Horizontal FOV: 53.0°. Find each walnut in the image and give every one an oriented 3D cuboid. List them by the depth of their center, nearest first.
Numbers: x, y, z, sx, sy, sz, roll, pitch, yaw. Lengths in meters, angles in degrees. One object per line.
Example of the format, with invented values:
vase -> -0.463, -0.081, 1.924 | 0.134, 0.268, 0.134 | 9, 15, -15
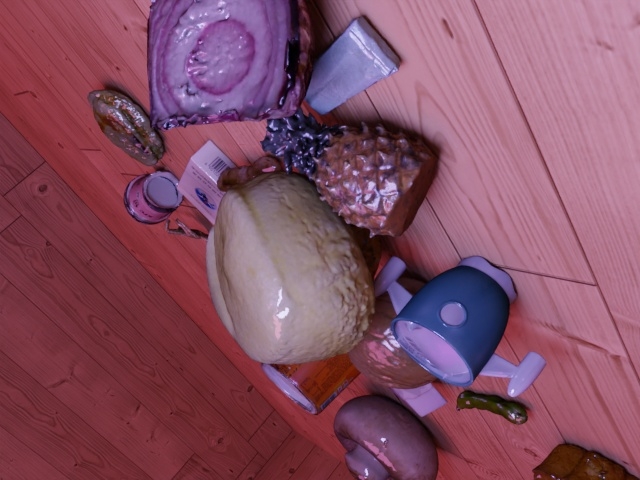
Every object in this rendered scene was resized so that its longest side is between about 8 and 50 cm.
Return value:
walnut -> 0.162, 0.182, 1.240 | 0.228, 0.228, 0.228 | 36, 158, 17

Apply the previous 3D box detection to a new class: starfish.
starfish -> -0.384, -0.011, 1.973 | 0.150, 0.053, 0.210 | 24, 176, 28

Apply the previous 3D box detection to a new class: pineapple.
pineapple -> 0.024, -0.123, 0.935 | 0.279, 0.158, 0.158 | 30, 156, 18

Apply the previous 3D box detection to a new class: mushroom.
mushroom -> 0.182, 0.659, 1.993 | 0.362, 0.294, 0.362 | 37, 160, 16

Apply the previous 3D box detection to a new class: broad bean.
broad bean -> 0.375, 0.371, 1.437 | 0.052, 0.052, 0.256 | 9, 170, -21

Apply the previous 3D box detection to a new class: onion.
onion -> -0.104, -0.284, 0.874 | 0.314, 0.280, 0.146 | 6, -177, 44

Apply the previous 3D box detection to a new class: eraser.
eraser -> 0.128, 0.261, 1.585 | 0.397, 0.082, 0.213 | 48, 172, -13

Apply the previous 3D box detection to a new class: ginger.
ginger -> -0.065, -0.079, 1.317 | 0.333, 0.080, 0.166 | 39, 140, 12

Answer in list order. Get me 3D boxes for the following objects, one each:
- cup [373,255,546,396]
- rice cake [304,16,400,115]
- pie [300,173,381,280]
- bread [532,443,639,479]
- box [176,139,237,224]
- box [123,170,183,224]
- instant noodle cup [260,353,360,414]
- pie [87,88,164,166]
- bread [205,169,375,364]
cup -> 0.227, 0.120, 1.041 | 0.300, 0.173, 0.167 | 36, 159, 19
rice cake -> 0.027, -0.235, 0.897 | 0.085, 0.040, 0.226 | 47, 158, -13
pie -> 0.000, 0.001, 1.225 | 0.273, 0.069, 0.273 | 12, 121, 20
bread -> 0.553, 0.526, 1.300 | 0.247, 0.135, 0.232 | 31, 156, 29
box -> -0.255, -0.127, 1.567 | 0.164, 0.069, 0.256 | 45, 158, -6
box -> -0.475, -0.128, 1.858 | 0.151, 0.151, 0.135 | 50, 148, -19
instant noodle cup -> -0.026, 0.359, 1.896 | 0.296, 0.214, 0.296 | 37, 158, 17
pie -> -0.502, -0.290, 1.662 | 0.201, 0.090, 0.248 | 13, 148, 47
bread -> -0.046, 0.045, 1.044 | 0.320, 0.237, 0.320 | 41, 141, 45
